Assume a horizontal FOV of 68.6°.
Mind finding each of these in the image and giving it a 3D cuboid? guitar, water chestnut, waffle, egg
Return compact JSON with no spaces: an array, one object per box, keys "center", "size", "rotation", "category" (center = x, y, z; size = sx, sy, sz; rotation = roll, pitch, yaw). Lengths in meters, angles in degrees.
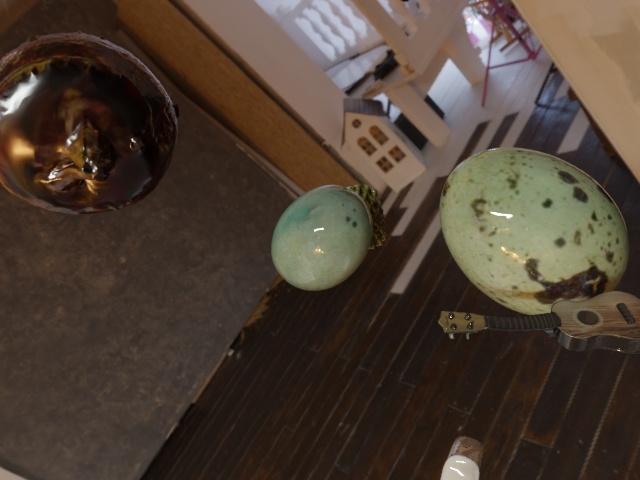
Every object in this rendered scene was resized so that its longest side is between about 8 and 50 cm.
[{"center":[0.288,0.111,0.612],"size":[0.271,0.038,0.084],"rotation":[-3,36,2],"category":"guitar"},{"center":[-0.429,-0.197,0.862],"size":[0.350,0.350,0.302],"rotation":[-46,39,8],"category":"water chestnut"},{"center":[0.106,-0.059,1.190],"size":[0.183,0.169,0.036],"rotation":[-12,-3,-45],"category":"waffle"},{"center":[0.395,-0.017,0.892],"size":[0.287,0.379,0.287],"rotation":[-47,8,9],"category":"egg"},{"center":[0.000,0.000,0.855],"size":[0.236,0.169,0.169],"rotation":[-50,15,43],"category":"egg"}]

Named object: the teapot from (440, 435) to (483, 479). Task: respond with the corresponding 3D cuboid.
[{"center":[0.096,0.325,0.413],"size":[0.208,0.166,0.300],"rotation":[6,80,34],"category":"teapot"}]
